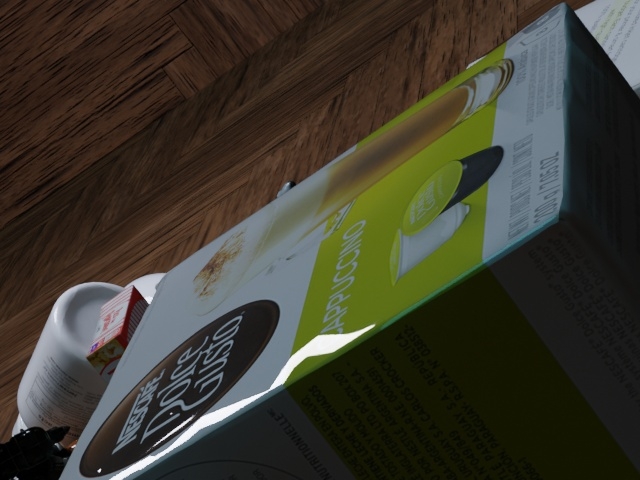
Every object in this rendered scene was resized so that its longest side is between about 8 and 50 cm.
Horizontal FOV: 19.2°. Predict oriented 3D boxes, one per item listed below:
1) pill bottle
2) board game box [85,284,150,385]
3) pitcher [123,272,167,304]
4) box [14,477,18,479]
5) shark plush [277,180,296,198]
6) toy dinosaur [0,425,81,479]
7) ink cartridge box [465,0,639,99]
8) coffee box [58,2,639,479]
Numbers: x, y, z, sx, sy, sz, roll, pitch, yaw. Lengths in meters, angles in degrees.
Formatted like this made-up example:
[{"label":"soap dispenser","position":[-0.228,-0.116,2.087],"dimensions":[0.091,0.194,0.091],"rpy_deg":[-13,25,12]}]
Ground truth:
[{"label":"pill bottle","position":[-0.269,0.165,2.133],"dimensions":[0.131,0.131,0.229],"rpy_deg":[-55,-4,-48]},{"label":"board game box","position":[-0.151,0.151,1.889],"dimensions":[0.045,0.193,0.147],"rpy_deg":[-35,15,10]},{"label":"pitcher","position":[-0.176,0.124,2.208],"dimensions":[0.207,0.125,0.177],"rpy_deg":[6,55,53]},{"label":"box","position":[-0.389,0.307,2.310],"dimensions":[0.136,0.028,0.081],"rpy_deg":[-34,15,21]},{"label":"shark plush","position":[-0.058,-0.015,2.464],"dimensions":[0.161,0.073,0.067],"rpy_deg":[-26,48,25]},{"label":"toy dinosaur","position":[-0.299,0.264,2.018],"dimensions":[0.322,0.164,0.218],"rpy_deg":[-62,2,-8]},{"label":"ink cartridge box","position":[0.280,-0.111,1.731],"dimensions":[0.385,0.160,0.279],"rpy_deg":[-26,19,39]},{"label":"coffee box","position":[0.095,0.132,1.072],"dimensions":[0.334,0.338,0.337],"rpy_deg":[-33,15,20]}]
